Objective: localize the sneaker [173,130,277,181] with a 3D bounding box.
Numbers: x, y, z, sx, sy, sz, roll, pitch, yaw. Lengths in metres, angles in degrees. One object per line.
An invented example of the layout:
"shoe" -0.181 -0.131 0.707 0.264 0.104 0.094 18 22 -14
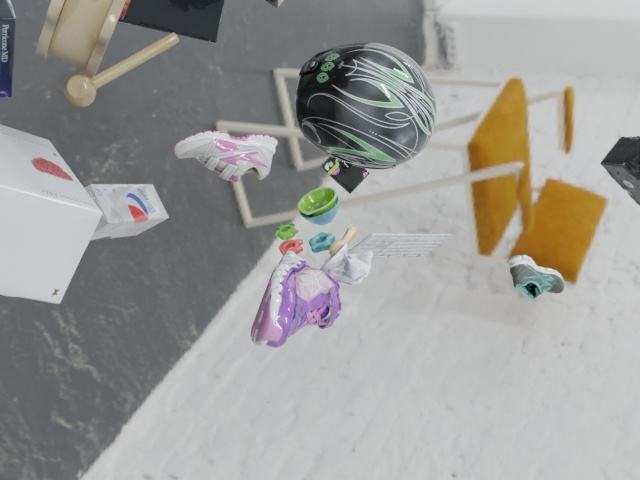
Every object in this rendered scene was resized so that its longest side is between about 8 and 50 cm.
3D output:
"sneaker" -0.228 -0.199 1.963 0.103 0.253 0.111 153 -62 -77

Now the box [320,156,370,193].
"box" 0.051 -0.146 1.675 0.062 0.083 0.052 -46 -173 3

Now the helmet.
"helmet" 0.066 -0.173 1.048 0.169 0.162 0.169 -32 129 -49

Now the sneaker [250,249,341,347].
"sneaker" -0.023 0.082 1.068 0.236 0.105 0.095 -64 178 -75

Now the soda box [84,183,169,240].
"soda box" -0.441 -0.062 1.749 0.091 0.098 0.286 64 14 3

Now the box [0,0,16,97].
"box" -0.564 -0.293 1.190 0.207 0.108 0.153 -11 144 -29

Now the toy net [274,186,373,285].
"toy net" 0.000 0.000 1.226 0.232 0.122 0.045 -122 -172 -58

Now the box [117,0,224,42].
"box" -0.303 -0.464 1.527 0.184 0.261 0.103 4 114 -24

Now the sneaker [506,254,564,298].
"sneaker" 0.459 0.093 1.732 0.167 0.065 0.076 22 55 -30

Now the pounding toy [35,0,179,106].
"pounding toy" -0.260 -0.278 1.027 0.155 0.154 0.269 22 78 -18

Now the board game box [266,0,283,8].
"board game box" -0.131 -0.573 1.651 0.030 0.136 0.259 -52 179 -10

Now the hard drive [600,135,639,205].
"hard drive" 0.574 -0.014 1.121 0.339 0.237 0.064 41 86 -18

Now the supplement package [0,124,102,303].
"supplement package" -0.505 -0.057 1.304 0.178 0.293 0.175 17 108 -42

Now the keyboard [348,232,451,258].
"keyboard" 0.127 0.009 1.308 0.256 0.072 0.014 -1 65 -54
